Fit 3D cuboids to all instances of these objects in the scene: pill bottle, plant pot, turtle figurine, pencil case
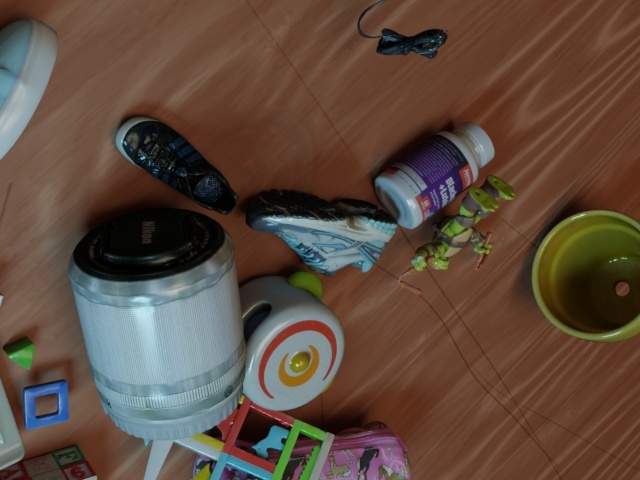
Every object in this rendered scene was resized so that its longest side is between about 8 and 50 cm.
[{"bbox_3d":[0.195,-0.115,1.531,0.193,0.108,0.108,-37,128,-16],"label":"pill bottle"},{"bbox_3d":[0.582,0.085,1.836,0.239,0.254,0.254,21,99,-56],"label":"plant pot"},{"bbox_3d":[0.251,-0.018,1.615,0.270,0.087,0.217,-12,146,-42],"label":"turtle figurine"},{"bbox_3d":[-0.025,0.407,1.598,0.386,0.167,0.160,4,79,-37],"label":"pencil case"}]

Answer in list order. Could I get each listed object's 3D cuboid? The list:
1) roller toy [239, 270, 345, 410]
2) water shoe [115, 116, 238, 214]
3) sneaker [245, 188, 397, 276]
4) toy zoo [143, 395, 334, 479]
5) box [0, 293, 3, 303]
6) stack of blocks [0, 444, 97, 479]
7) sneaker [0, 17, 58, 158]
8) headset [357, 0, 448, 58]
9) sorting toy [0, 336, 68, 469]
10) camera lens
[{"bbox_3d":[-0.064,0.168,1.456,0.191,0.146,0.209,-15,120,-29],"label":"roller toy"},{"bbox_3d":[-0.191,-0.105,1.277,0.203,0.080,0.073,33,90,-41],"label":"water shoe"},{"bbox_3d":[0.000,0.000,1.450,0.283,0.110,0.122,7,110,-38],"label":"sneaker"},{"bbox_3d":[-0.146,0.336,1.433,0.293,0.030,0.192,25,67,-2],"label":"toy zoo"},{"bbox_3d":[-0.516,0.115,1.152,0.186,0.038,0.145,18,90,-35],"label":"box"},{"bbox_3d":[-0.428,0.476,1.383,0.171,0.087,0.297,-13,119,-31],"label":"stack of blocks"},{"bbox_3d":[-0.456,-0.132,1.039,0.366,0.135,0.150,-51,134,-5],"label":"sneaker"},{"bbox_3d":[0.136,-0.455,1.275,0.243,0.185,0.394,5,97,-37],"label":"headset"},{"bbox_3d":[-0.517,0.247,1.237,0.348,0.047,0.196,-24,117,-28],"label":"sorting toy"},{"bbox_3d":[-0.218,0.108,1.268,0.219,0.219,0.274,-20,122,-27],"label":"camera lens"}]
